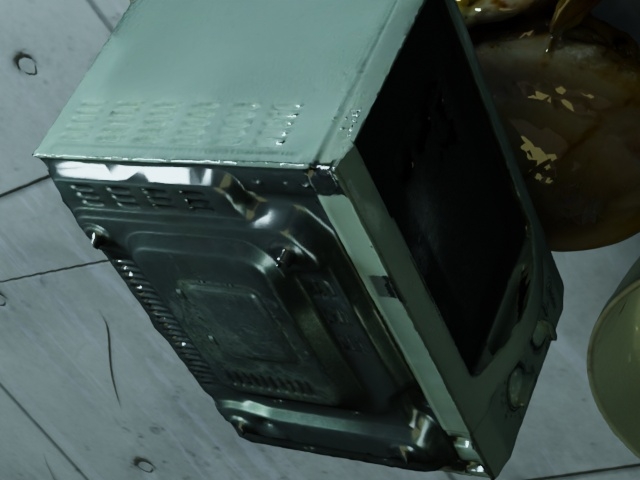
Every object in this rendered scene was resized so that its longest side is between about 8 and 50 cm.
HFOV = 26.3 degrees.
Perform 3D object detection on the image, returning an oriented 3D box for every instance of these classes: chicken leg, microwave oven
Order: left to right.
[{"bbox_3d":[0.000,0.000,0.853,0.237,0.181,0.295,4,142,30],"label":"microwave oven"},{"bbox_3d":[0.073,-0.148,0.947,0.409,0.182,0.295,14,127,-1],"label":"chicken leg"}]

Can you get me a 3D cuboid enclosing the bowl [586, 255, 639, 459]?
[{"bbox_3d":[0.354,0.074,1.050,0.277,0.145,0.277,14,133,15],"label":"bowl"}]
